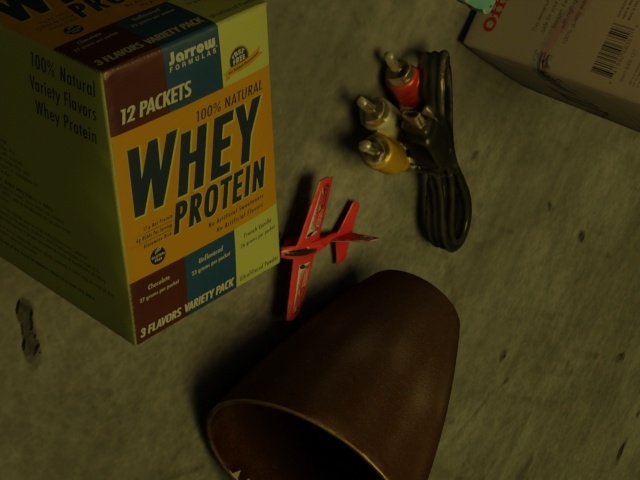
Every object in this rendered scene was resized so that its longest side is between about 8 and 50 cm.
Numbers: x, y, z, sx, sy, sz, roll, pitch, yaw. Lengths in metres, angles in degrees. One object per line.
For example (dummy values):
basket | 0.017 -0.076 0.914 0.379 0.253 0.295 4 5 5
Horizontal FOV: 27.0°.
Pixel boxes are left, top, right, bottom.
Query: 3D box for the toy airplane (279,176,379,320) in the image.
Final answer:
toy airplane | 0.000 0.000 1.281 0.151 0.028 0.151 -30 135 -36

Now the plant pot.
plant pot | 0.039 0.144 1.300 0.230 0.215 0.215 -55 146 -34

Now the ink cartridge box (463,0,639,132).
ink cartridge box | 0.301 -0.215 1.335 0.168 0.232 0.171 22 95 -56

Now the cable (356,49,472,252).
cable | 0.103 -0.093 1.349 0.287 0.072 0.139 55 51 -63

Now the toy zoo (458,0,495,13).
toy zoo | 0.139 -0.330 1.128 0.192 0.030 0.293 -32 135 -35

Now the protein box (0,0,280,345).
protein box | -0.146 -0.076 0.911 0.136 0.200 0.201 -31 133 -36
